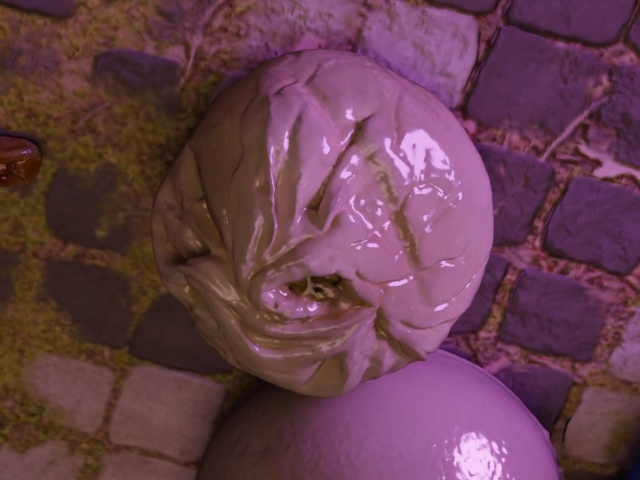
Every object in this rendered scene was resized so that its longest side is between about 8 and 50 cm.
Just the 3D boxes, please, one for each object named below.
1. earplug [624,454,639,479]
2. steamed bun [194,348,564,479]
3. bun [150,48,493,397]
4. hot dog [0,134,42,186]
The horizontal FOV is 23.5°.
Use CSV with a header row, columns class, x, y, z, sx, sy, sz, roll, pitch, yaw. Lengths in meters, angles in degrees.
class,x,y,z,sx,sy,sz,roll,pitch,yaw
earplug,0.286,0.184,1.124,0.132,0.132,0.273,15,117,-10
steamed bun,0.042,0.222,1.108,0.283,0.177,0.283,-1,123,-1
bun,0.000,0.000,0.989,0.229,0.145,0.229,1,121,2
hot dog,-0.230,-0.055,1.013,0.090,0.034,0.030,12,122,-9
